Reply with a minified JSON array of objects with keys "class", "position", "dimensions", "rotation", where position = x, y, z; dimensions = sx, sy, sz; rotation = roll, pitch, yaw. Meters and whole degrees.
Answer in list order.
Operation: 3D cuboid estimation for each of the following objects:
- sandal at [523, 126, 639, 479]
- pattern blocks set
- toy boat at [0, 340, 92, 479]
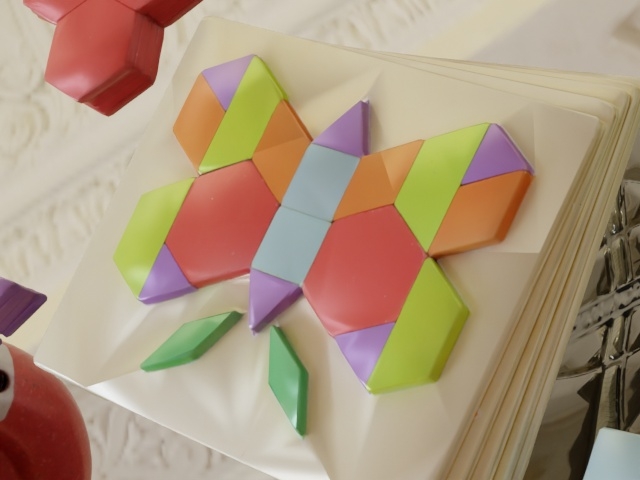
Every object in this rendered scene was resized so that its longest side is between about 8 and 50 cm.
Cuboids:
[{"class":"sandal","position":[0.110,0.052,0.667],"dimensions":[0.060,0.219,0.090],"rotation":[30,-42,-27]},{"class":"pattern blocks set","position":[0.000,0.000,0.614],"dimensions":[0.026,0.324,0.285],"rotation":[35,-118,-50]},{"class":"toy boat","position":[-0.142,0.150,0.755],"dimensions":[0.151,0.151,0.231],"rotation":[14,-106,-41]}]
